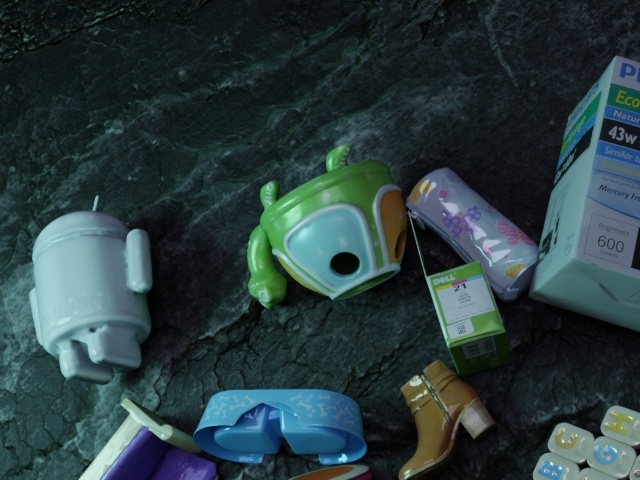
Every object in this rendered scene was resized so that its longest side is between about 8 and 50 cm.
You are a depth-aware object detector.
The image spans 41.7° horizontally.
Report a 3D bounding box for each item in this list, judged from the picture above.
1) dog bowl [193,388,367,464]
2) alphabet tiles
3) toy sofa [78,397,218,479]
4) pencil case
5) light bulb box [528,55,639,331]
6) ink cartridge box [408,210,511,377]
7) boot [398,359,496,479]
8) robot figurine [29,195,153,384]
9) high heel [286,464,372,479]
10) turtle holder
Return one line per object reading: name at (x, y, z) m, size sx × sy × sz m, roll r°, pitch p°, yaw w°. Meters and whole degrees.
dog bowl at (-0.066, 0.315, 1.432) m, size 0.297 × 0.166 × 0.074 m, roll -2°, pitch 53°, yaw 14°
alphabet tiles at (0.456, 0.396, 1.285) m, size 0.278 × 0.021 × 0.284 m, roll 18°, pitch 68°, yaw 39°
toy sofa at (-0.354, 0.469, 1.435) m, size 0.177 × 0.150 × 0.362 m, roll 32°, pitch 77°, yaw 26°
pencil case at (0.277, -0.013, 1.509) m, size 0.124 × 0.113 × 0.273 m, roll -24°, pitch 58°, yaw -40°
light bulb box at (0.564, -0.047, 1.346) m, size 0.357 × 0.225 × 0.361 m, roll 17°, pitch 71°, yaw 1°
ink cartridge box at (0.236, 0.082, 1.438) m, size 0.097 × 0.189 × 0.255 m, roll -17°, pitch 63°, yaw 7°
boot at (0.179, 0.308, 1.422) m, size 0.197 × 0.073 × 0.152 m, roll -35°, pitch 59°, yaw -9°
robot figurine at (-0.436, 0.091, 1.601) m, size 0.300 × 0.200 × 0.353 m, roll -27°, pitch 61°, yaw 18°
high heel at (-0.064, 0.512, 1.391) m, size 0.377 × 0.127 × 0.181 m, roll -24°, pitch 91°, yaw -2°
turtle holder at (0.006, -0.006, 1.514) m, size 0.320 × 0.243 × 0.227 m, roll -24°, pitch 79°, yaw -7°
